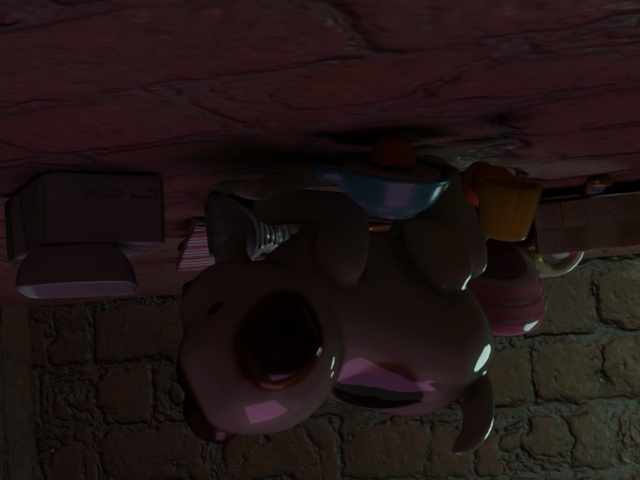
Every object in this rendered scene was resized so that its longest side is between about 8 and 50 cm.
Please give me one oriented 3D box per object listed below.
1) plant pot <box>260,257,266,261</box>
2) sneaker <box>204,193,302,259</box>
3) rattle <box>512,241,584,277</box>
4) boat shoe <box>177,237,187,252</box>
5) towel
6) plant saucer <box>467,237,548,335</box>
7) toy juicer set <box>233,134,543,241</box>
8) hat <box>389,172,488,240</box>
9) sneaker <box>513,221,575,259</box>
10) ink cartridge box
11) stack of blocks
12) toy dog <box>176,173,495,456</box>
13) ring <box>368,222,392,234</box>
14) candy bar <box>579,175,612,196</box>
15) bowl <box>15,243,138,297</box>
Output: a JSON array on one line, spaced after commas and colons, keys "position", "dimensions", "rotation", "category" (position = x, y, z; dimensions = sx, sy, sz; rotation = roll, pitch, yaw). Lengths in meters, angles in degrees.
[{"position": [-0.026, 0.110, 2.593], "dimensions": [0.180, 0.201, 0.201], "rotation": [-21, 173, 5], "category": "plant pot"}, {"position": [-0.080, -0.022, 1.611], "dimensions": [0.169, 0.108, 0.292], "rotation": [-5, -176, -9], "category": "sneaker"}, {"position": [0.516, -0.009, 2.321], "dimensions": [0.199, 0.130, 0.143], "rotation": [-30, -171, -7], "category": "rattle"}, {"position": [-0.232, 0.011, 2.036], "dimensions": [0.048, 0.056, 0.153], "rotation": [-7, -177, -16], "category": "boat shoe"}, {"position": [-0.173, 0.005, 1.913], "dimensions": [0.144, 0.029, 0.197], "rotation": [-4, 159, -18], "category": "towel"}, {"position": [0.261, 0.050, 1.978], "dimensions": [0.332, 0.084, 0.332], "rotation": [14, -156, -7], "category": "plant saucer"}, {"position": [0.083, -0.084, 1.249], "dimensions": [0.329, 0.089, 0.209], "rotation": [8, -164, 5], "category": "toy juicer set"}, {"position": [0.151, -0.067, 1.646], "dimensions": [0.173, 0.183, 0.208], "rotation": [9, 125, -29], "category": "hat"}, {"position": [0.420, -0.019, 2.041], "dimensions": [0.145, 0.090, 0.270], "rotation": [-2, 172, -5], "category": "sneaker"}, {"position": [-0.307, -0.025, 1.405], "dimensions": [0.154, 0.093, 0.212], "rotation": [0, 171, -28], "category": "ink cartridge box"}, {"position": [0.507, -0.034, 1.828], "dimensions": [0.297, 0.087, 0.171], "rotation": [-6, 180, 9], "category": "stack of blocks"}, {"position": [0.001, 0.117, 1.351], "dimensions": [0.408, 0.395, 0.284], "rotation": [-8, 162, -42], "category": "toy dog"}, {"position": [0.000, 0.000, 2.207], "dimensions": [0.336, 0.032, 0.336], "rotation": [-4, 174, 0], "category": "ring"}, {"position": [0.435, -0.084, 1.726], "dimensions": [0.040, 0.018, 0.161], "rotation": [-5, 175, 9], "category": "candy bar"}, {"position": [-0.295, 0.037, 1.326], "dimensions": [0.142, 0.053, 0.142], "rotation": [-3, 172, -7], "category": "bowl"}]
